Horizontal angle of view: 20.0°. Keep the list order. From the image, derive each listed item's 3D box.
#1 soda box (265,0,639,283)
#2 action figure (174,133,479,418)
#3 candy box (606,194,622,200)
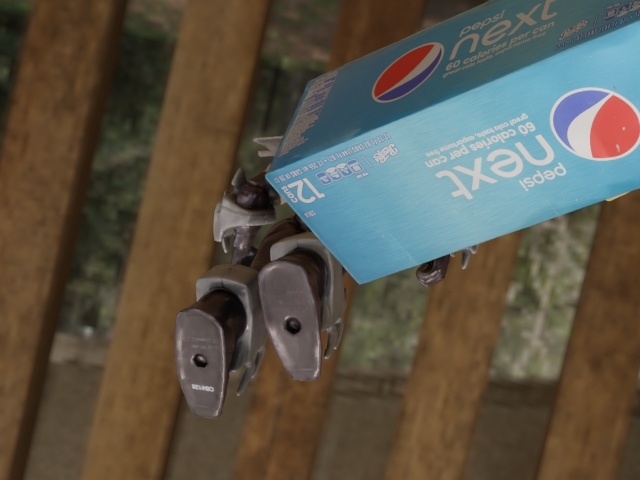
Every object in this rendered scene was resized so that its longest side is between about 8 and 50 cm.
[{"bbox_3d":[0.084,-0.054,0.724,0.210,0.067,0.071,-20,122,37],"label":"soda box"},{"bbox_3d":[0.000,0.000,1.187,0.185,0.099,0.285,-6,-156,26],"label":"action figure"},{"bbox_3d":[0.121,-0.118,0.839,0.053,0.186,0.109,-31,179,26],"label":"candy box"}]
